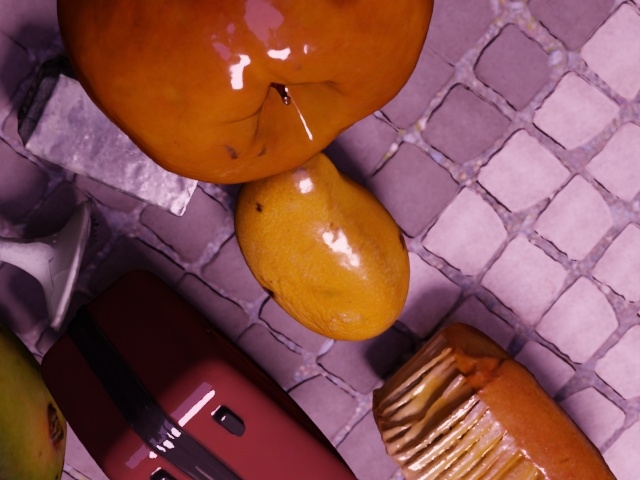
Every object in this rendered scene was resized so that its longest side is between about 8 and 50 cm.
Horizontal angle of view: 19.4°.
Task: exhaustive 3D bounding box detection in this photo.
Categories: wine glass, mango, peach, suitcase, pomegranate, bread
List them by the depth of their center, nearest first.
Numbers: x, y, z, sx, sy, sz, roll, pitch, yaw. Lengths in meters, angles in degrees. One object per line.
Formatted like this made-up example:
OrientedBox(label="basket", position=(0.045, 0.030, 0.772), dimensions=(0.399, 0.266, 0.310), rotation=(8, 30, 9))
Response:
OrientedBox(label="peach", position=(-0.074, -0.228, 1.687), dimensions=(0.343, 0.343, 0.301), rotation=(-25, 70, 0))
OrientedBox(label="wine glass", position=(-0.381, -0.014, 1.808), dimensions=(0.321, 0.143, 0.143), rotation=(15, 106, -11))
OrientedBox(label="pomegranate", position=(-0.427, 0.229, 1.836), dimensions=(0.358, 0.216, 0.310), rotation=(-12, 119, -3))
OrientedBox(label="suitcase", position=(-0.117, 0.185, 1.840), dimensions=(0.161, 0.236, 0.297), rotation=(-45, 133, 0))
OrientedBox(label="mango", position=(0.001, -0.003, 1.872), dimensions=(0.157, 0.109, 0.262), rotation=(-7, 131, 20))
OrientedBox(label="bread", position=(0.195, 0.217, 1.948), dimensions=(0.156, 0.204, 0.288), rotation=(-41, 106, 11))

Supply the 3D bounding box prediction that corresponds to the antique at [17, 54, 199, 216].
OrientedBox(label="antique", position=(-0.203, -0.105, 1.830), dimensions=(0.183, 0.088, 0.086), rotation=(24, 103, -17))
